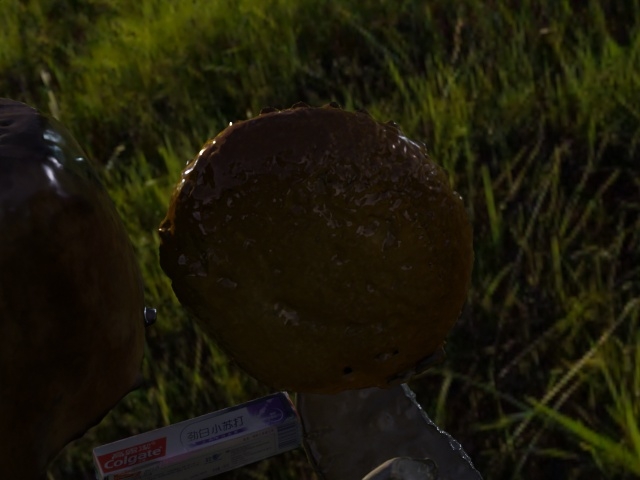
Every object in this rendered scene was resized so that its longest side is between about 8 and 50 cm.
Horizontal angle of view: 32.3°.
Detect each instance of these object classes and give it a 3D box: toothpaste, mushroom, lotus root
[{"bbox_3d":[-0.114,0.196,1.047,0.196,0.040,0.047,-14,39,-21],"label":"toothpaste"},{"bbox_3d":[0.009,0.220,0.855,0.202,0.059,0.054,-36,57,28],"label":"mushroom"},{"bbox_3d":[-0.291,0.007,0.850,0.316,0.250,0.316,-1,37,1],"label":"lotus root"}]

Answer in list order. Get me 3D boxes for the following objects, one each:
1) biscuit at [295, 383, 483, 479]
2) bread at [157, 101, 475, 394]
[{"bbox_3d":[0.052,0.205,1.159,0.141,0.290,0.038,-36,-10,-3],"label":"biscuit"},{"bbox_3d":[-0.001,0.000,0.840,0.240,0.240,0.139,-9,28,8],"label":"bread"}]
